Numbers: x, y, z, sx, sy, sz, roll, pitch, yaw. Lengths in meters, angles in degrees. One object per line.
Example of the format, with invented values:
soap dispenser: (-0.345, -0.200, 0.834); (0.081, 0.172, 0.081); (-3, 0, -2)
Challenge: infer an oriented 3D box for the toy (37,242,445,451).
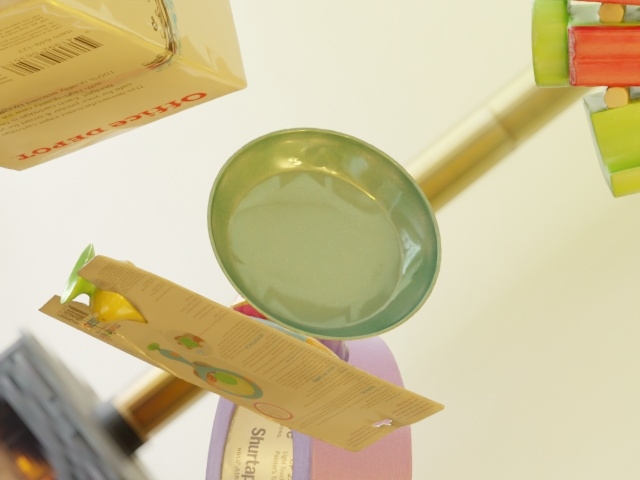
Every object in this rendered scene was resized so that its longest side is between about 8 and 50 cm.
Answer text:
toy: (-0.048, 0.057, 1.251); (0.237, 0.056, 0.137); (22, -24, -16)

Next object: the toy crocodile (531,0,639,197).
toy crocodile: (0.195, -0.197, 1.304); (0.105, 0.115, 0.340); (-64, 152, -68)

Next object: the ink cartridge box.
ink cartridge box: (-0.178, -0.157, 1.107); (0.233, 0.171, 0.168); (20, 55, -65)

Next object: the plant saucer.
plant saucer: (0.000, 0.000, 0.969); (0.119, 0.119, 0.021); (51, -32, 14)

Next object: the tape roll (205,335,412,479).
tape roll: (-0.016, 0.206, 1.661); (0.090, 0.274, 0.275); (7, 18, -20)
